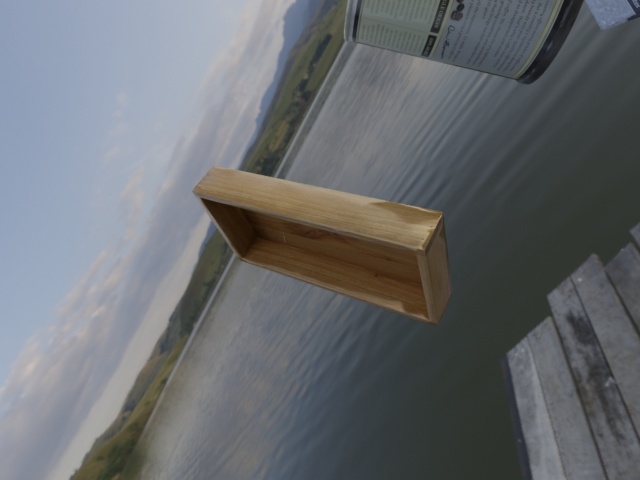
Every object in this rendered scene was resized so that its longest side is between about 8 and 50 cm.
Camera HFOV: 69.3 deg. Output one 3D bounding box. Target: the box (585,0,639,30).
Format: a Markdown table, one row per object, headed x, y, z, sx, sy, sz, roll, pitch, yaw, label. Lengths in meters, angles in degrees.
| x | y | z | sx | sy | sz | roll | pitch | yaw | label |
| --- | --- | --- | --- | --- | --- | --- | --- | --- | --- |
| 0.244 | -0.311 | 0.324 | 0.142 | 0.247 | 0.163 | -43 | 16 | -10 | box |

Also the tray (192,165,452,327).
| x | y | z | sx | sy | sz | roll | pitch | yaw | label |
| --- | --- | --- | --- | --- | --- | --- | --- | --- | --- |
| 0.000 | 0.000 | 0.759 | 0.076 | 0.411 | 0.202 | -57 | -34 | -26 | tray |

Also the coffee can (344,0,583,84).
| x | y | z | sx | sy | sz | roll | pitch | yaw | label |
| --- | --- | --- | --- | --- | --- | --- | --- | --- | --- |
| 0.189 | -0.349 | 0.638 | 0.201 | 0.276 | 0.201 | 14 | -90 | -88 | coffee can |
